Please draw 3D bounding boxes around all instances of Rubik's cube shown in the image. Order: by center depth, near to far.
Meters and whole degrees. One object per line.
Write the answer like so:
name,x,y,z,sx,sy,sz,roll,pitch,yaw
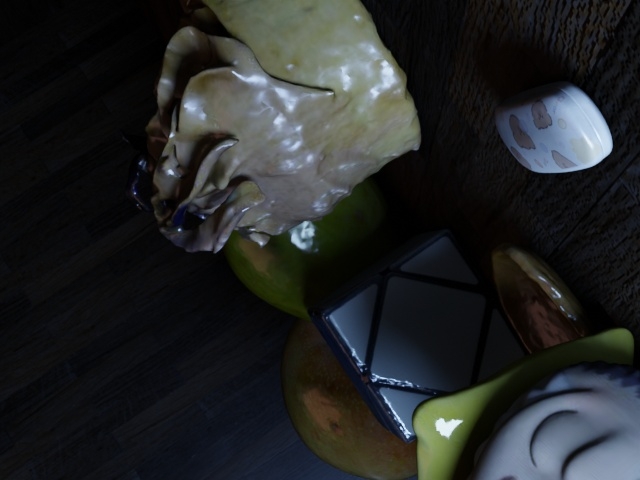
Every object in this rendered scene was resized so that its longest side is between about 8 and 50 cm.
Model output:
Rubik's cube,0.124,0.121,1.546,0.205,0.207,0.205,55,175,-2

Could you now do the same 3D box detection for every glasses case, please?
glasses case,0.171,-0.083,0.869,0.063,0.041,0.164,58,174,-7

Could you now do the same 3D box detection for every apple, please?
apple,0.082,0.219,1.893,0.277,0.319,0.319,45,-176,-44

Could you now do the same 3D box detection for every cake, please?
cake,-0.092,-0.150,1.310,0.332,0.321,0.332,53,173,9

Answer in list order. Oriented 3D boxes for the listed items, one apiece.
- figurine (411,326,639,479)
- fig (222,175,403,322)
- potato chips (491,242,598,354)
figurine,0.274,0.303,0.969,0.378,0.266,0.361,47,164,50
fig,0.000,0.000,1.730,0.326,0.258,0.258,46,175,-5
potato chips,0.241,0.084,1.164,0.202,0.049,0.150,59,169,0
